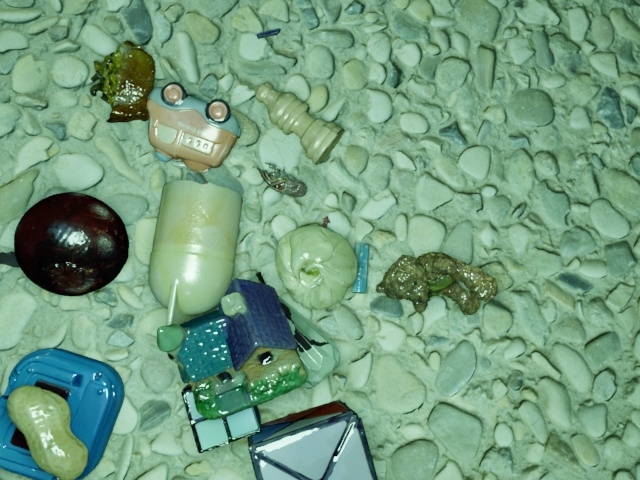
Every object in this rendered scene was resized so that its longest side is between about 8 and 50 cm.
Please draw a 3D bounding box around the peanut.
[{"bbox_3d":[-0.688,0.485,1.284,0.125,0.111,0.274,-31,89,-25],"label":"peanut"}]

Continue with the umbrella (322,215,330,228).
[{"bbox_3d":[0.000,0.000,1.596,0.027,0.025,0.165,13,77,13],"label":"umbrella"}]

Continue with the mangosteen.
[{"bbox_3d":[-0.678,0.004,1.394,0.298,0.293,0.296,1,118,1],"label":"mangosteen"}]

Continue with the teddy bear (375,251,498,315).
[{"bbox_3d":[0.352,0.142,1.515,0.296,0.246,0.222,39,52,10],"label":"teddy bear"}]

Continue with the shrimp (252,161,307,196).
[{"bbox_3d":[-0.131,-0.193,1.591,0.190,0.075,0.073,29,111,9],"label":"shrimp"}]

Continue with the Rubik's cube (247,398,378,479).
[{"bbox_3d":[-0.016,0.635,1.357,0.307,0.305,0.309,-14,80,-11],"label":"Rubik's cube"}]

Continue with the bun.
[{"bbox_3d":[-0.011,0.080,1.499,0.260,0.160,0.258,0,92,-1],"label":"bun"}]

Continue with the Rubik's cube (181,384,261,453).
[{"bbox_3d":[-0.274,0.466,1.416,0.180,0.167,0.183,-15,84,-9],"label":"Rubik's cube"}]

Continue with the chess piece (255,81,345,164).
[{"bbox_3d":[-0.086,-0.390,1.611,0.307,0.124,0.138,39,111,4],"label":"chess piece"}]

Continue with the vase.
[{"bbox_3d":[-0.105,0.261,1.484,0.165,0.165,0.360,-41,83,-11],"label":"vase"}]

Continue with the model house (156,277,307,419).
[{"bbox_3d":[-0.222,0.257,1.242,0.313,0.280,0.245,-19,52,-4],"label":"model house"}]

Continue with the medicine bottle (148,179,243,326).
[{"bbox_3d":[-0.363,0.052,1.437,0.236,0.235,0.405,8,79,-5],"label":"medicine bottle"}]

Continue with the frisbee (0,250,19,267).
[{"bbox_3d":[-0.985,0.037,1.481,0.211,0.012,0.187,-24,83,-10],"label":"frisbee"}]

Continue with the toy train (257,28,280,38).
[{"bbox_3d":[-0.172,-0.696,1.690,0.084,0.017,0.017,-17,86,-9],"label":"toy train"}]

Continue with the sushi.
[{"bbox_3d":[-0.605,-0.485,1.543,0.179,0.167,0.295,6,87,-28],"label":"sushi"}]

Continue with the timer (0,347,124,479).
[{"bbox_3d":[-0.732,0.485,1.388,0.309,0.115,0.339,18,80,0],"label":"timer"}]

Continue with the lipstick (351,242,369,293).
[{"bbox_3d":[0.126,0.087,1.584,0.048,0.048,0.157,6,80,-6],"label":"lipstick"}]

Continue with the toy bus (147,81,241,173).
[{"bbox_3d":[-0.394,-0.330,1.528,0.288,0.194,0.231,18,93,-8],"label":"toy bus"}]
